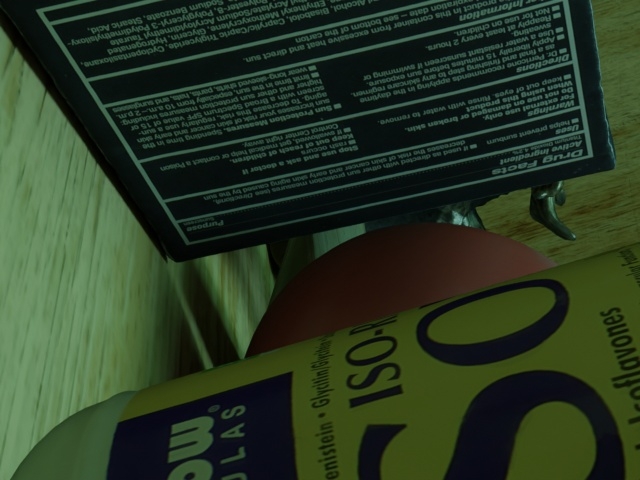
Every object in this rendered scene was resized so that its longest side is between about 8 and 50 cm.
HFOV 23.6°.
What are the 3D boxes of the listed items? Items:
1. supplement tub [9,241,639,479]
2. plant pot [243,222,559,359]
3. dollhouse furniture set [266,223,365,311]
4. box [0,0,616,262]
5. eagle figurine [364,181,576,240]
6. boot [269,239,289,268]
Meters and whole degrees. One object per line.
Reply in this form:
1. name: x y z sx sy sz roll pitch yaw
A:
1. supplement tub: 0.049 0.136 0.434 0.241 0.331 0.241 -17 90 -84
2. plant pot: 0.051 0.152 0.869 0.243 0.275 0.275 -53 126 -70
3. dollhouse furniture set: 0.086 0.080 1.075 0.212 0.242 0.161 -97 -159 -59
4. box: 0.000 -0.154 0.883 0.294 0.296 0.183 65 16 -57
5. eagle figurine: 0.049 -0.063 1.244 0.226 0.298 0.225 79 5 -53
6. boot: 0.000 0.000 1.514 0.213 0.077 0.165 -93 165 -45
